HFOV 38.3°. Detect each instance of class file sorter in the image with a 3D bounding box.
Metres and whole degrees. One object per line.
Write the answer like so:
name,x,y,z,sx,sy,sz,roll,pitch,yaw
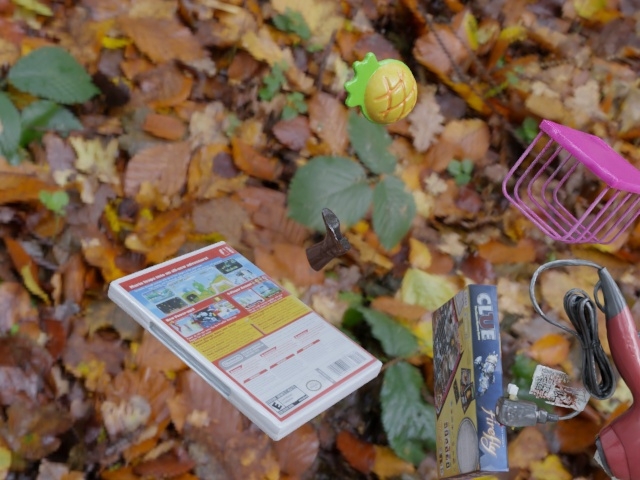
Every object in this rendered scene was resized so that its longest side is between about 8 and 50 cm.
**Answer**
file sorter,0.548,-0.107,1.951,0.290,0.182,0.202,3,39,-52

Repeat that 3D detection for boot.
boot,0.000,0.000,1.927,0.037,0.114,0.106,-17,79,-46

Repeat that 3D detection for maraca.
maraca,0.114,-0.286,1.745,0.185,0.127,0.099,15,9,-47

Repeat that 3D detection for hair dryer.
hair dryer,0.349,0.162,1.009,0.293,0.224,0.080,18,24,8

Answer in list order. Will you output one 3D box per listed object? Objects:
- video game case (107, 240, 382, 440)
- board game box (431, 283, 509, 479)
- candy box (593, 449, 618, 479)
video game case,-0.090,0.109,1.122,0.285,0.025,0.204,36,34,24
board game box,0.201,0.199,1.264,0.042,0.165,0.243,4,71,-11
candy box,0.621,0.439,1.710,0.159,0.071,0.233,22,5,0
